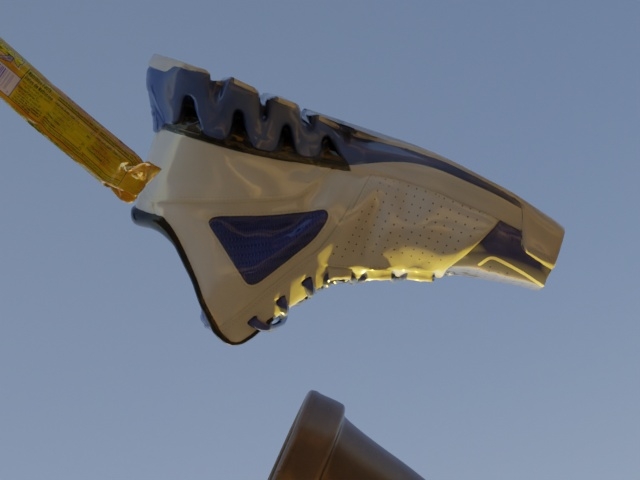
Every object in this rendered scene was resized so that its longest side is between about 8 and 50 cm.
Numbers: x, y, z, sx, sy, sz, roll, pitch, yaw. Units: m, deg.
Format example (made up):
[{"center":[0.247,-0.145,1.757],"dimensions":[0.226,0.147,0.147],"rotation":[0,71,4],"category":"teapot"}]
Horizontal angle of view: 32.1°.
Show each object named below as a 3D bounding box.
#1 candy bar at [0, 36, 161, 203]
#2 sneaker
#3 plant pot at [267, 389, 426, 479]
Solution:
[{"center":[-0.167,-0.084,0.672],"dimensions":[0.161,0.018,0.040],"rotation":[42,-50,-11],"category":"candy bar"},{"center":[-0.001,0.000,0.819],"dimensions":[0.316,0.127,0.182],"rotation":[20,-82,-5],"category":"sneaker"},{"center":[0.034,0.367,1.502],"dimensions":[0.229,0.263,0.263],"rotation":[25,-71,2],"category":"plant pot"}]
